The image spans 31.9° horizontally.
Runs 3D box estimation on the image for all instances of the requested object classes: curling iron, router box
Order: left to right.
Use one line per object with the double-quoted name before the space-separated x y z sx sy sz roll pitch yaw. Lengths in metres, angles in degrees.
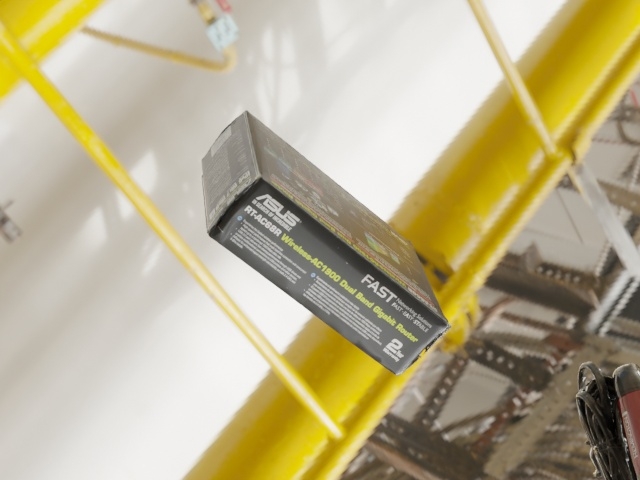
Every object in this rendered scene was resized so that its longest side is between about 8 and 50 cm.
"router box" 0.000 0.000 0.543 0.038 0.122 0.092 -47 -158 13
"curling iron" 0.159 0.164 0.443 0.035 0.068 0.274 -17 -130 3
